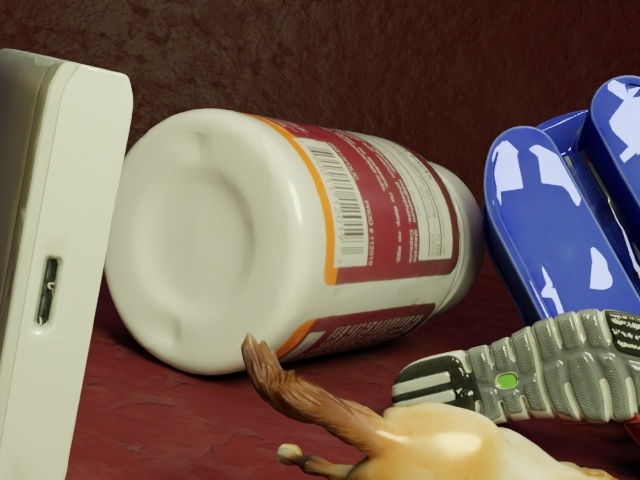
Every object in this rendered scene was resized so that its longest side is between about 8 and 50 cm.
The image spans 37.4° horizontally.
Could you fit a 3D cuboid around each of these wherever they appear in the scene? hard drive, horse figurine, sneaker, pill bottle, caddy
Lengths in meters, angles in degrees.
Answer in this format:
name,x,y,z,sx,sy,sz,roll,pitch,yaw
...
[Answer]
name,x,y,z,sx,sy,sz,roll,pitch,yaw
hard drive,-0.201,-0.008,0.636,0.047,0.233,0.353,8,8,-24
horse figurine,0.080,0.122,0.490,0.263,0.066,0.174,23,-15,-14
sneaker,0.177,0.106,0.773,0.228,0.086,0.132,-10,-8,14
pill bottle,0.000,0.000,0.931,0.224,0.224,0.392,16,9,32
caddy,0.302,0.008,0.946,0.241,0.341,0.179,-25,-21,6

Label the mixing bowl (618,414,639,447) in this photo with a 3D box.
name,x,y,z,sx,sy,sz,roll,pitch,yaw
mixing bowl,0.331,0.143,0.724,0.181,0.098,0.181,-26,-5,-3
